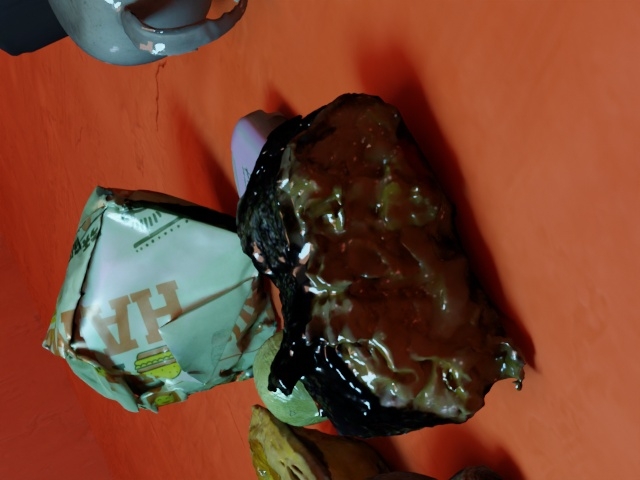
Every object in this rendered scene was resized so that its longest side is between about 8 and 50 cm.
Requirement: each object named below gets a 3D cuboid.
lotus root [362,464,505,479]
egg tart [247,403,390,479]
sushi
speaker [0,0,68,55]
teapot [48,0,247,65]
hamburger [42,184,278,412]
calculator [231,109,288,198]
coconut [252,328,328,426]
[{"bbox_3d":[0.031,0.279,1.098,0.175,0.175,0.349,55,134,35],"label":"lotus root"},{"bbox_3d":[0.014,0.244,1.309,0.241,0.106,0.241,59,164,27],"label":"egg tart"},{"bbox_3d":[0.021,0.021,0.927,0.115,0.147,0.212,160,91,-74],"label":"sushi"},{"bbox_3d":[-0.305,-0.295,1.499,0.388,0.180,0.184,52,165,43],"label":"speaker"},{"bbox_3d":[-0.151,-0.235,1.169,0.294,0.129,0.193,51,157,39],"label":"teapot"},{"bbox_3d":[-0.137,0.062,1.436,0.125,0.235,0.214,-123,45,-70],"label":"hamburger"},{"bbox_3d":[0.000,0.000,1.142,0.246,0.045,0.141,50,157,43],"label":"calculator"},{"bbox_3d":[-0.010,0.114,1.245,0.096,0.088,0.087,-121,17,-49],"label":"coconut"}]
